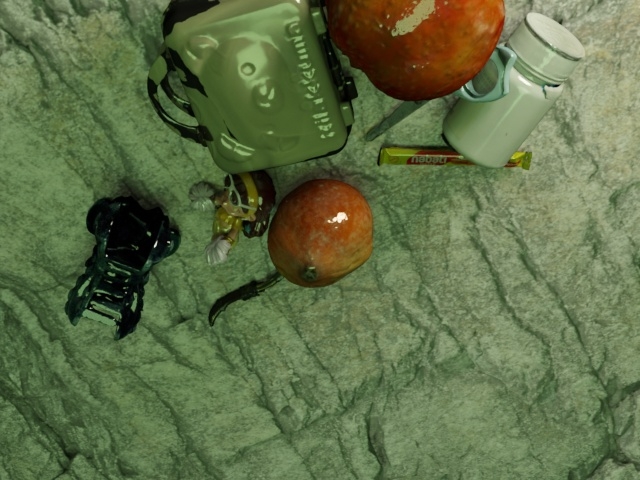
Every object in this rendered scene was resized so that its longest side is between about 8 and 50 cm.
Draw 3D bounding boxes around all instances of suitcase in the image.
[{"bbox_3d":[-0.129,-0.276,1.787,0.339,0.194,0.351,-10,127,12],"label":"suitcase"}]

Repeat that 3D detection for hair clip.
[{"bbox_3d":[-0.390,0.036,2.031,0.195,0.206,0.310,24,129,-10],"label":"hair clip"}]

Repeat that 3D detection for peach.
[{"bbox_3d":[0.000,0.000,1.979,0.233,0.232,0.232,1,128,1],"label":"peach"}]

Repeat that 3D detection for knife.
[{"bbox_3d":[-0.156,0.110,2.192,0.222,0.045,0.021,-33,158,20],"label":"knife"}]

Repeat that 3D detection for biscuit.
[{"bbox_3d":[0.254,-0.158,1.975,0.292,0.026,0.048,1,147,1],"label":"biscuit"}]

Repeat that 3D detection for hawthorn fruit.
[{"bbox_3d":[0.178,-0.378,1.641,0.330,0.287,0.287,-32,121,29],"label":"hawthorn fruit"}]

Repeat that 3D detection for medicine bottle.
[{"bbox_3d":[0.336,-0.260,1.818,0.143,0.143,0.258,23,126,-16],"label":"medicine bottle"}]

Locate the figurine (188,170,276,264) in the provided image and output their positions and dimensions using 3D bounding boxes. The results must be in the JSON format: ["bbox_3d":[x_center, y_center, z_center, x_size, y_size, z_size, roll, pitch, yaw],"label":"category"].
[{"bbox_3d":[-0.168,-0.049,2.004,0.116,0.174,0.240,0,148,-37],"label":"figurine"}]

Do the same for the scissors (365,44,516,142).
[{"bbox_3d":[0.193,-0.269,1.841,0.029,0.191,0.360,-6,158,-46],"label":"scissors"}]
